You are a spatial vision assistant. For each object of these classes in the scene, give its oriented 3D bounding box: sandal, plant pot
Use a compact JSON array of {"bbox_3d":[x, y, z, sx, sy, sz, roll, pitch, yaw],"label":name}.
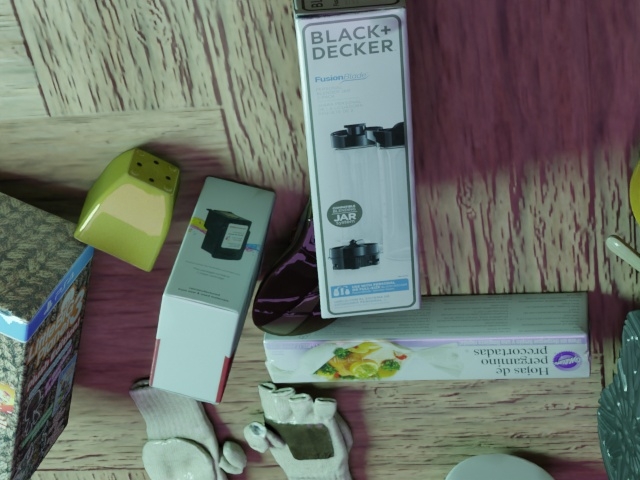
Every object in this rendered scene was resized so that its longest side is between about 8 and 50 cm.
[{"bbox_3d":[0.000,0.000,1.548,0.090,0.060,0.219,14,117,-12],"label":"sandal"},{"bbox_3d":[-0.175,-0.038,1.526,0.081,0.081,0.083,25,124,-13],"label":"plant pot"}]

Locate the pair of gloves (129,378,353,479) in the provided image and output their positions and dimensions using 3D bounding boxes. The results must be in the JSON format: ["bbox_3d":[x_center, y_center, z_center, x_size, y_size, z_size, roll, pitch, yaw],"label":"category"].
[{"bbox_3d":[-0.084,0.232,1.769,0.240,0.042,0.204,0,131,10],"label":"pair of gloves"}]

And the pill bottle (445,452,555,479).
[{"bbox_3d":[0.175,0.375,1.773,0.161,0.161,0.283,10,131,0],"label":"pill bottle"}]

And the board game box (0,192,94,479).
[{"bbox_3d":[-0.369,0.092,1.593,0.232,0.141,0.291,23,132,7],"label":"board game box"}]

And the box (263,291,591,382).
[{"bbox_3d":[0.106,0.098,1.605,0.324,0.067,0.063,-2,131,10],"label":"box"}]

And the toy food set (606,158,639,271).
[{"bbox_3d":[0.350,-0.052,1.442,0.128,0.071,0.218,32,130,13],"label":"toy food set"}]

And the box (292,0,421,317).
[{"bbox_3d":[0.029,-0.100,1.350,0.087,0.169,0.290,-5,123,0],"label":"box"}]

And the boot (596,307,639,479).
[{"bbox_3d":[0.504,0.140,1.516,0.445,0.146,0.367,-12,153,-5],"label":"boot"}]

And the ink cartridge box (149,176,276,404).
[{"bbox_3d":[-0.101,0.045,1.520,0.072,0.175,0.127,14,131,1],"label":"ink cartridge box"}]
